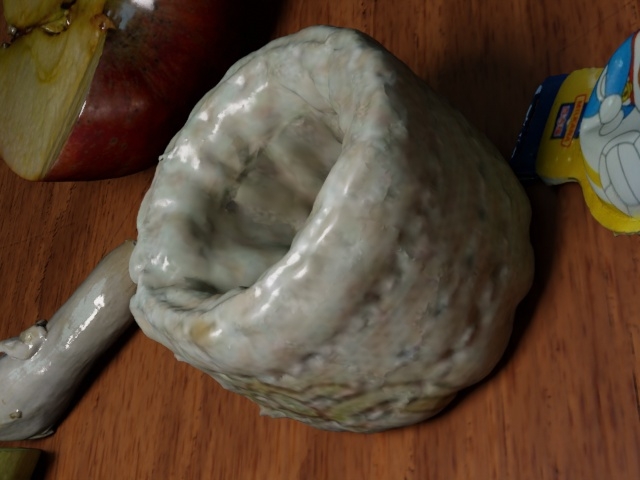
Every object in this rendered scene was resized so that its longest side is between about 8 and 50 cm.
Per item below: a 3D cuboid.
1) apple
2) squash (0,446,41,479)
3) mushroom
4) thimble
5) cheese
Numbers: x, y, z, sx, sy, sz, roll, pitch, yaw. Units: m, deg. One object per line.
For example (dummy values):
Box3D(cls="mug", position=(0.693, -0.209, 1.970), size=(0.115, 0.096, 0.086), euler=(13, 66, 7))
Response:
Box3D(cls="apple", position=(-0.245, -0.229, 1.336), size=(0.329, 0.295, 0.365), euler=(-42, 24, -28))
Box3D(cls="squash", position=(-0.403, 0.236, 1.222), size=(0.220, 0.220, 0.133), euler=(2, 67, 52))
Box3D(cls="mushroom", position=(-0.257, 0.106, 1.259), size=(0.099, 0.096, 0.278), euler=(47, 105, 9))
Box3D(cls="thimble", position=(0.000, 0.000, 0.927), size=(0.291, 0.195, 0.291), euler=(-31, 42, 32))
Box3D(cls="cheese", position=(0.214, -0.083, 0.833), size=(0.270, 0.069, 0.177), euler=(0, 67, 67))
